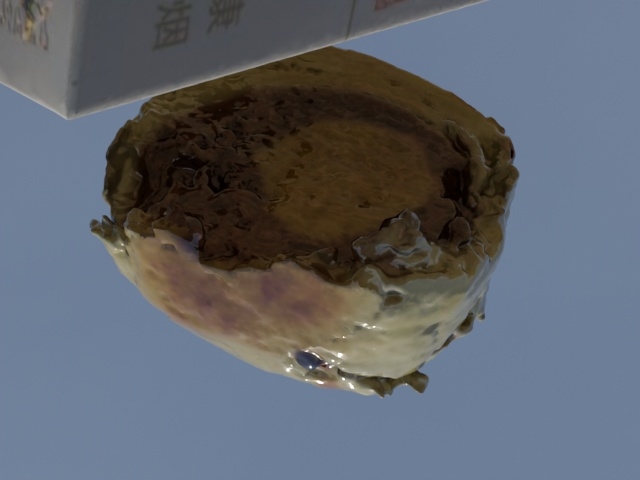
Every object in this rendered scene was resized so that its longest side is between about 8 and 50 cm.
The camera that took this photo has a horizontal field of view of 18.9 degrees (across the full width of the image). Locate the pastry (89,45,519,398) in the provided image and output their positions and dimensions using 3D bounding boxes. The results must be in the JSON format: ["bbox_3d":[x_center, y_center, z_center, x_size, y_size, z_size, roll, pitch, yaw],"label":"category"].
[{"bbox_3d":[-0.004,-0.005,1.260,0.256,0.170,0.237,15,-143,17],"label":"pastry"}]

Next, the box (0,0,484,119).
[{"bbox_3d":[0.040,-0.179,0.687,0.051,0.205,0.365,27,-148,34],"label":"box"}]
